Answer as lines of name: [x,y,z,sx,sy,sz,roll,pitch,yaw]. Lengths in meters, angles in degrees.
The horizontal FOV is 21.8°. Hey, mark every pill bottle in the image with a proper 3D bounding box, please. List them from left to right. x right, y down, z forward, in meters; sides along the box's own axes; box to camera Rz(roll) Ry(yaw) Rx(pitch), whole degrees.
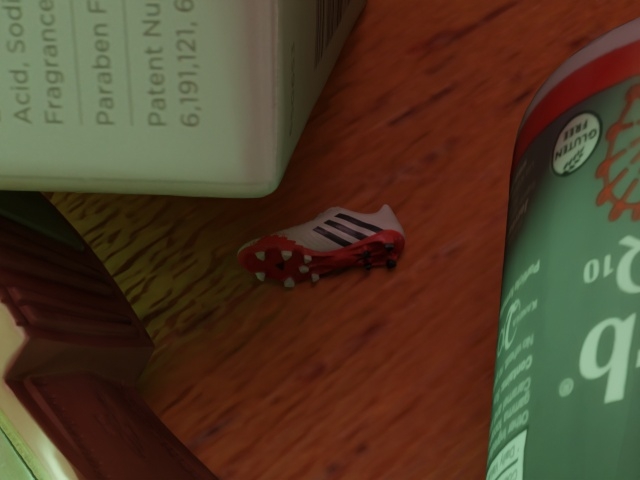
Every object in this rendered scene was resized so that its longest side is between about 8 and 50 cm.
pill bottle: [0.166,0.104,0.621,0.210,0.210,0.362,3,57,8]

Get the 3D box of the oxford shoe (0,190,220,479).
oxford shoe: [-0.107,0.150,0.694,0.146,0.140,0.397,-40,61,16]

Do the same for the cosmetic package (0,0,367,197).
cosmetic package: [-0.188,-0.226,0.743,0.394,0.327,0.329,2,22,7]

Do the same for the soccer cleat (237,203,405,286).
soccer cleat: [0.000,0.000,0.820,0.083,0.029,0.035,-8,47,-3]
